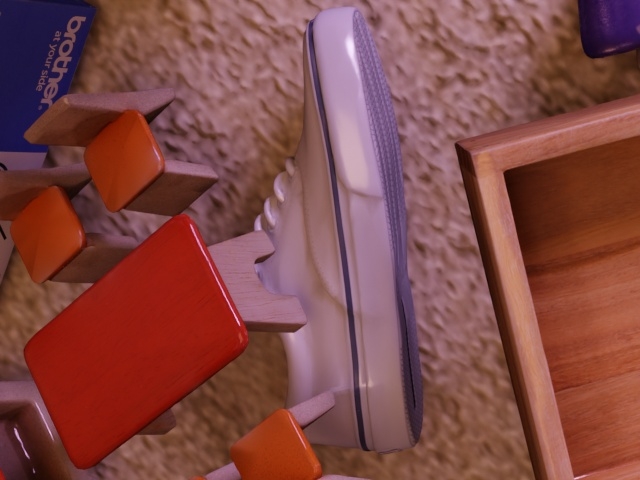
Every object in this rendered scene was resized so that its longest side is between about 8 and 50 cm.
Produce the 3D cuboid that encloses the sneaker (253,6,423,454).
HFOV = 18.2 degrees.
[{"bbox_3d":[0.000,0.000,1.121,0.091,0.094,0.258,-3,101,10],"label":"sneaker"}]

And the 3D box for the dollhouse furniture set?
[{"bbox_3d":[-0.136,0.084,1.105,0.259,0.135,0.262,-39,70,34],"label":"dollhouse furniture set"}]

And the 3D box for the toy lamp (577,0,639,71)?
[{"bbox_3d":[0.202,-0.043,1.075,0.080,0.080,0.274,-18,97,16],"label":"toy lamp"}]

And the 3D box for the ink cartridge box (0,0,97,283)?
[{"bbox_3d":[-0.208,-0.051,1.151,0.046,0.097,0.207,32,108,32],"label":"ink cartridge box"}]

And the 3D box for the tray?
[{"bbox_3d":[0.292,-0.002,1.013,0.411,0.076,0.202,-14,99,-1],"label":"tray"}]
